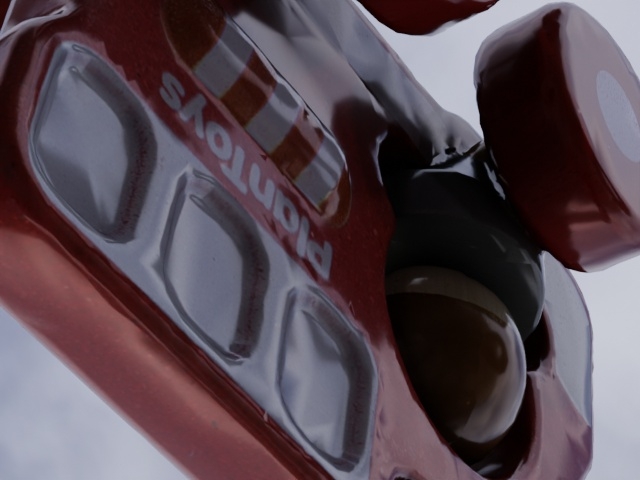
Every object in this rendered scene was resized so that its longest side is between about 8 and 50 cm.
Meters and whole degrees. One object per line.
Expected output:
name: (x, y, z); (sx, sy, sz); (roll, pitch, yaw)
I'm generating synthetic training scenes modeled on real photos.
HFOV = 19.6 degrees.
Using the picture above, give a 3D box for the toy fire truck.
toy fire truck: (0.000, 0.000, 0.624); (0.169, 0.302, 0.254); (-22, -144, 28)
